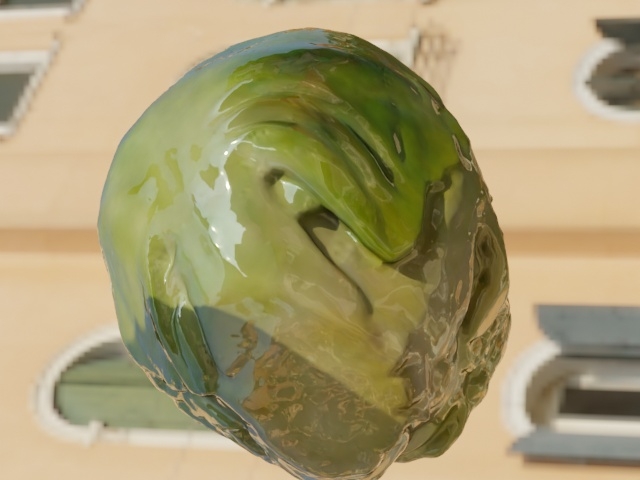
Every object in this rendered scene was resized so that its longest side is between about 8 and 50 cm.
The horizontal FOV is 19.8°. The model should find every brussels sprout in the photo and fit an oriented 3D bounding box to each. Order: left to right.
[{"bbox_3d":[0.000,0.000,1.286,0.344,0.344,0.268,-60,-10,-55],"label":"brussels sprout"}]
